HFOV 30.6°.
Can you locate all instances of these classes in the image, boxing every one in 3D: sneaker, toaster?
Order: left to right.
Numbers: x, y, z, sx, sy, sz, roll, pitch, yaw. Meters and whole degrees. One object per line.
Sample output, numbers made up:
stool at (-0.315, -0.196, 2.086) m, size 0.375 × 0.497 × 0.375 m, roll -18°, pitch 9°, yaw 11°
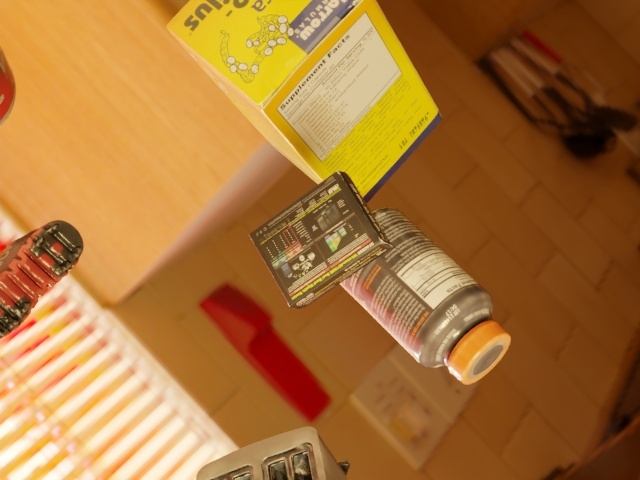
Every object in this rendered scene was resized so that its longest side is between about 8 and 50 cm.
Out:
sneaker at (-0.522, 0.078, 1.975) m, size 0.276 × 0.098 × 0.135 m, roll -48°, pitch 20°, yaw -21°
toaster at (-0.047, 0.321, 1.364) m, size 0.168 × 0.110 × 0.186 m, roll -21°, pitch 37°, yaw 7°

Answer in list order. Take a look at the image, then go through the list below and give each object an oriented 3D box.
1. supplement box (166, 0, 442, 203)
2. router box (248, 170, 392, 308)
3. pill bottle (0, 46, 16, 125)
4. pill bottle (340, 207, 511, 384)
supplement box at (-0.009, -0.218, 1.549) m, size 0.194 × 0.195 × 0.356 m, roll -48°, pitch -28°, yaw -2°
router box at (0.000, 0.000, 1.208) m, size 0.122 × 0.092 × 0.038 m, roll -35°, pitch -18°, yaw 15°
pill bottle at (-0.743, -0.345, 2.323) m, size 0.229 × 0.229 × 0.408 m, roll -43°, pitch 0°, yaw -10°
pill bottle at (0.136, 0.078, 1.543) m, size 0.130 × 0.246 × 0.130 m, roll -33°, pitch -30°, yaw -22°
